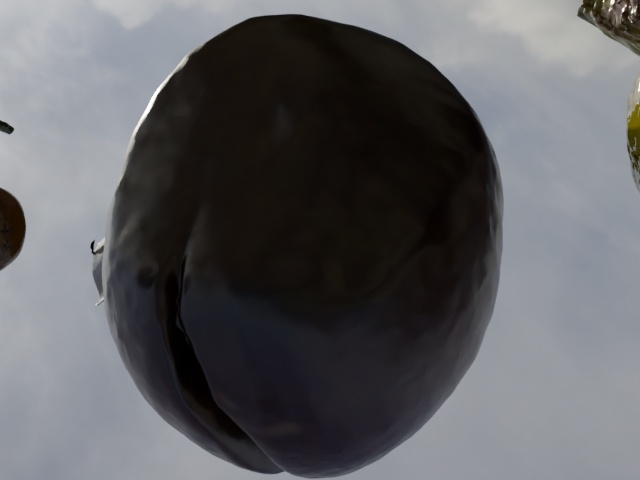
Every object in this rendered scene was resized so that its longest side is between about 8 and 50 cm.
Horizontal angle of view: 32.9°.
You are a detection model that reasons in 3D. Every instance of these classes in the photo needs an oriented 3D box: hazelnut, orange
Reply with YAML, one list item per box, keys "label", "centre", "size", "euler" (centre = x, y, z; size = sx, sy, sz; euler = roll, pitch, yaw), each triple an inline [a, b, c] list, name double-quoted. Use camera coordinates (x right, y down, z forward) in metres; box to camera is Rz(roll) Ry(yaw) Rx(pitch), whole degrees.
- label: "hazelnut"
  centre: [0.000, 0.000, 1.036]
  size: [0.402, 0.402, 0.429]
  euler: [18, -129, -25]
- label: "orange"
  centre: [-0.278, -0.009, 0.879]
  size: [0.086, 0.086, 0.062]
  euler: [38, -173, 7]

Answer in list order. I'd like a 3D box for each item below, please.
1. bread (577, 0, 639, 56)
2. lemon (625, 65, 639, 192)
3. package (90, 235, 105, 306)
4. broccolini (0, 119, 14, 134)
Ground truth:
- label: "bread"
  centre: [0.372, -0.307, 1.100]
  size: [0.133, 0.250, 0.179]
  euler: [24, -178, -29]
- label: "lemon"
  centre: [0.348, -0.073, 0.753]
  size: [0.236, 0.236, 0.263]
  euler: [17, -169, -26]
- label: "package"
  centre: [-0.201, -0.051, 1.372]
  size: [0.062, 0.204, 0.251]
  euler: [39, -150, -21]
- label: "broccolini"
  centre: [-0.425, -0.182, 1.248]
  size: [0.054, 0.194, 0.052]
  euler: [17, -121, 38]
